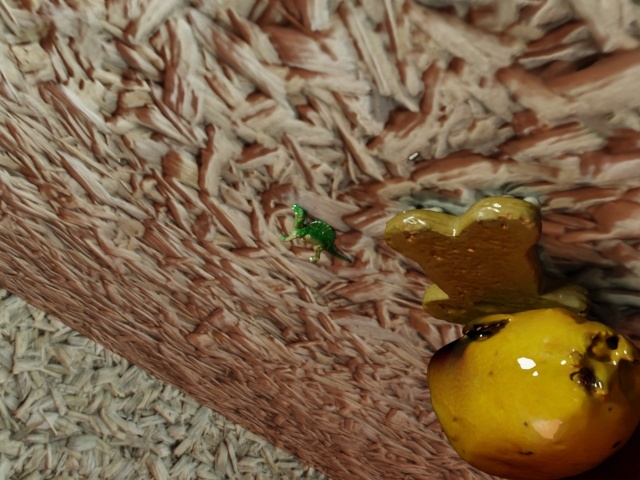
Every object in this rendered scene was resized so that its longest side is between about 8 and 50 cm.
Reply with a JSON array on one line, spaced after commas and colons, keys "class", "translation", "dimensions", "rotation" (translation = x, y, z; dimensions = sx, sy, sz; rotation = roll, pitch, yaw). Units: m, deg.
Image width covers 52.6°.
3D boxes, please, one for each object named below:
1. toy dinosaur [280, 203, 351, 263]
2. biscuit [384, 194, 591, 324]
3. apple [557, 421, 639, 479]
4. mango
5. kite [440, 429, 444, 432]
[{"class": "toy dinosaur", "translation": [-0.001, 0.000, 0.836], "dimensions": [0.119, 0.029, 0.060], "rotation": [35, 135, -20]}, {"class": "biscuit", "translation": [0.198, 0.055, 0.726], "dimensions": [0.196, 0.049, 0.301], "rotation": [-1, 141, 41]}, {"class": "apple", "translation": [0.392, 0.285, 0.772], "dimensions": [0.234, 0.234, 0.234], "rotation": [21, 152, 12]}, {"class": "mango", "translation": [0.225, 0.171, 0.698], "dimensions": [0.201, 0.153, 0.287], "rotation": [13, 153, -2]}, {"class": "kite", "translation": [0.301, 0.373, 1.226], "dimensions": [0.190, 0.010, 0.159], "rotation": [2, 144, 41]}]
